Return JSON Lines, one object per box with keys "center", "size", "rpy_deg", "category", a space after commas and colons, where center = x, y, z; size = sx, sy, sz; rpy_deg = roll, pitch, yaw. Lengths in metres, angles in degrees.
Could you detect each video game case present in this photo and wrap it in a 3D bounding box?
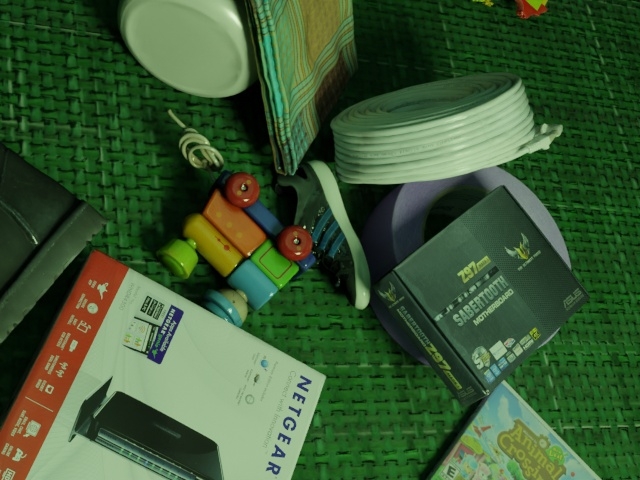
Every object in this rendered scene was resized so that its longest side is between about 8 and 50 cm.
{"center": [0.251, 0.310, 1.491], "size": [0.212, 0.023, 0.193], "rpy_deg": [46, 53, -2], "category": "video game case"}

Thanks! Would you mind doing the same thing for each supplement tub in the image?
{"center": [-0.118, -0.331, 1.492], "size": [0.191, 0.191, 0.272], "rpy_deg": [31, 55, -13], "category": "supplement tub"}

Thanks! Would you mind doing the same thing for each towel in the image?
{"center": [-0.018, -0.299, 1.444], "size": [0.040, 0.370, 0.271], "rpy_deg": [9, 44, 20], "category": "towel"}

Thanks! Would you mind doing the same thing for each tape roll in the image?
{"center": [0.190, 0.032, 1.552], "size": [0.274, 0.090, 0.275], "rpy_deg": [12, 61, -23], "category": "tape roll"}

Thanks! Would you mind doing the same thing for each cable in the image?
{"center": [0.139, -0.141, 1.506], "size": [0.257, 0.257, 0.089], "rpy_deg": [-23, 109, -32], "category": "cable"}

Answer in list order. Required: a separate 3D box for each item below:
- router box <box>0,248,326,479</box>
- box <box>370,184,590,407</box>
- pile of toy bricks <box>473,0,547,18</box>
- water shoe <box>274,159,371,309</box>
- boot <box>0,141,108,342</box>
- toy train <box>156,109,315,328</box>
{"center": [-0.184, 0.223, 1.254], "size": [0.301, 0.082, 0.335], "rpy_deg": [29, 56, -14], "category": "router box"}
{"center": [0.198, 0.062, 1.449], "size": [0.232, 0.059, 0.183], "rpy_deg": [-34, 85, -37], "category": "box"}
{"center": [0.245, -0.404, 1.800], "size": [0.212, 0.118, 0.105], "rpy_deg": [33, 82, -31], "category": "pile of toy bricks"}
{"center": [0.000, 0.000, 1.485], "size": [0.080, 0.073, 0.203], "rpy_deg": [-16, 70, -12], "category": "water shoe"}
{"center": [-0.485, -0.045, 1.174], "size": [0.445, 0.146, 0.367], "rpy_deg": [42, 46, -9], "category": "boot"}
{"center": [-0.138, -0.018, 1.395], "size": [0.248, 0.105, 0.143], "rpy_deg": [45, 67, -3], "category": "toy train"}
